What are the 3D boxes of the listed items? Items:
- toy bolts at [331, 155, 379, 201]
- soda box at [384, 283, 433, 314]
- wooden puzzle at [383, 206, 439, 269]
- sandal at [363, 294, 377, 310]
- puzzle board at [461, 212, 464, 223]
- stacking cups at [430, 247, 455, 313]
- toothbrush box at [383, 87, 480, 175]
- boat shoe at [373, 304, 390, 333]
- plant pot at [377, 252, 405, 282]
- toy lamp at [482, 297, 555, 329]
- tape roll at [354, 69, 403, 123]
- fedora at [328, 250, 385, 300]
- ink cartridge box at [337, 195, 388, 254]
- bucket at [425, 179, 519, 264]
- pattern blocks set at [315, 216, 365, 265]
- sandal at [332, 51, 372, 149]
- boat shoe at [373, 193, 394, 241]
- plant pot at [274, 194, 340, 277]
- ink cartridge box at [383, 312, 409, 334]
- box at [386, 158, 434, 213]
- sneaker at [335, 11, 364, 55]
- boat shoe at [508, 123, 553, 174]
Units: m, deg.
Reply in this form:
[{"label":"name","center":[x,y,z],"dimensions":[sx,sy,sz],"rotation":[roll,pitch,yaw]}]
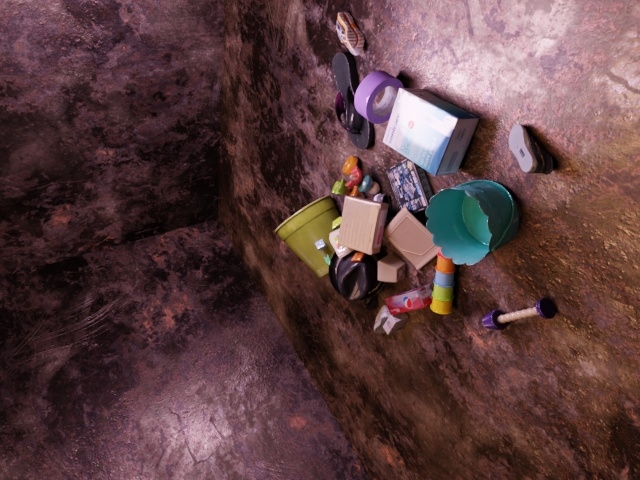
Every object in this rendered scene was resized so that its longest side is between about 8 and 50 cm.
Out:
[{"label":"toy bolts","center":[0.191,-0.285,2.061],"dimensions":[0.218,0.158,0.228],"rotation":[-67,18,-7]},{"label":"soda box","center":[0.412,0.276,1.989],"dimensions":[0.263,0.092,0.083],"rotation":[-35,76,61]},{"label":"wooden puzzle","center":[0.398,-0.009,1.859],"dimensions":[0.239,0.044,0.221],"rotation":[49,147,10]},{"label":"sandal","center":[0.260,0.270,2.294],"dimensions":[0.097,0.054,0.255],"rotation":[42,140,43]},{"label":"puzzle board","center":[0.513,-0.063,1.695],"dimensions":[0.128,0.011,0.096],"rotation":[8,113,59]},{"label":"stacking cups","center":[0.511,0.145,1.748],"dimensions":[0.096,0.096,0.316],"rotation":[34,131,49]},{"label":"toothbrush box","center":[0.390,-0.400,1.565],"dimensions":[0.295,0.126,0.216],"rotation":[48,135,39]},{"label":"boat shoe","center":[0.331,0.411,2.248],"dimensions":[0.226,0.083,0.076],"rotation":[105,168,-54]},{"label":"plant pot","center":[0.342,0.138,2.030],"dimensions":[0.096,0.109,0.109],"rotation":[21,125,39]},{"label":"toy lamp","center":[0.684,0.265,1.517],"dimensions":[0.080,0.080,0.274],"rotation":[65,150,11]},{"label":"tape roll","center":[0.233,-0.565,1.705],"dimensions":[0.080,0.189,0.189],"rotation":[50,145,36]},{"label":"fedora","center":[0.179,0.180,2.123],"dimensions":[0.152,0.334,0.334],"rotation":[-67,-25,-63]},{"label":"ink cartridge box","center":[0.192,-0.073,1.966],"dimensions":[0.193,0.088,0.235],"rotation":[19,106,34]},{"label":"bucket","center":[0.525,-0.070,1.485],"dimensions":[0.281,0.183,0.281],"rotation":[36,136,45]},{"label":"pattern blocks set","center":[0.139,-0.012,2.101],"dimensions":[0.285,0.325,0.026],"rotation":[51,180,39]},{"label":"sandal","center":[0.117,-0.622,1.962],"dimensions":[0.167,0.107,0.446],"rotation":[-10,97,62]},{"label":"boat shoe","center":[0.305,-0.105,1.978],"dimensions":[0.076,0.080,0.229],"rotation":[-6,94,63]},{"label":"plant pot","center":[0.000,0.000,2.336],"dimensions":[0.353,0.366,0.366],"rotation":[57,150,4]},{"label":"ink cartridge box","center":[0.374,0.404,2.135],"dimensions":[0.052,0.088,0.122],"rotation":[58,149,30]},{"label":"box","center":[0.377,-0.224,1.797],"dimensions":[0.175,0.051,0.220],"rotation":[-23,86,62]},{"label":"sneaker","center":[0.122,-0.872,1.842],"dimensions":[0.083,0.084,0.215],"rotation":[128,128,-60]},{"label":"boat shoe","center":[0.636,-0.272,1.305],"dimensions":[0.065,0.083,0.183],"rotation":[121,152,-54]}]
